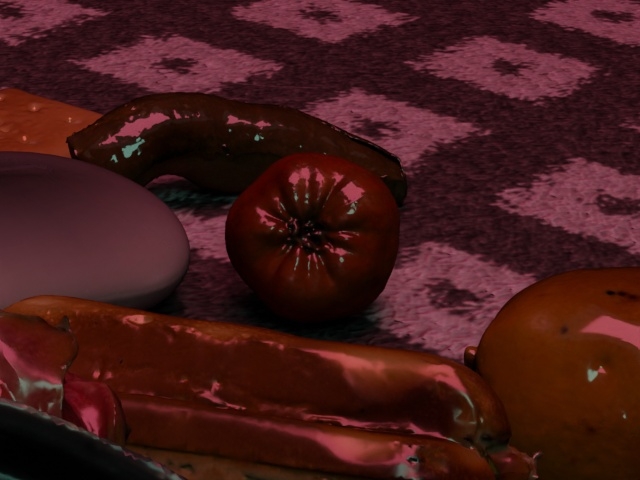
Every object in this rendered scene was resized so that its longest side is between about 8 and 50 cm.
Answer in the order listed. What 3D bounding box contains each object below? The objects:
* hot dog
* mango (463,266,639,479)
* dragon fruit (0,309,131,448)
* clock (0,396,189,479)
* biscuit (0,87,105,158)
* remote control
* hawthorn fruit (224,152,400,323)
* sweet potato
[{"bbox_3d":[-0.050,0.110,0.876,0.337,0.100,0.135,7,34,14],"label":"hot dog"},{"bbox_3d":[0.218,0.097,0.927,0.287,0.153,0.201,5,14,-4],"label":"mango"},{"bbox_3d":[-0.222,0.140,0.675,0.315,0.250,0.250,4,24,-18],"label":"dragon fruit"},{"bbox_3d":[-0.147,0.223,0.463,0.386,0.076,0.386,10,55,-15],"label":"clock"},{"bbox_3d":[-0.295,-0.078,1.369,0.160,0.030,0.249,19,29,29],"label":"biscuit"},{"bbox_3d":[-0.242,0.003,1.097,0.332,0.103,0.221,-10,31,-42],"label":"remote control"},{"bbox_3d":[-0.002,-0.007,1.154,0.125,0.125,0.140,12,28,16],"label":"hawthorn fruit"},{"bbox_3d":[-0.069,-0.065,1.334,0.286,0.085,0.112,8,57,-16],"label":"sweet potato"}]
